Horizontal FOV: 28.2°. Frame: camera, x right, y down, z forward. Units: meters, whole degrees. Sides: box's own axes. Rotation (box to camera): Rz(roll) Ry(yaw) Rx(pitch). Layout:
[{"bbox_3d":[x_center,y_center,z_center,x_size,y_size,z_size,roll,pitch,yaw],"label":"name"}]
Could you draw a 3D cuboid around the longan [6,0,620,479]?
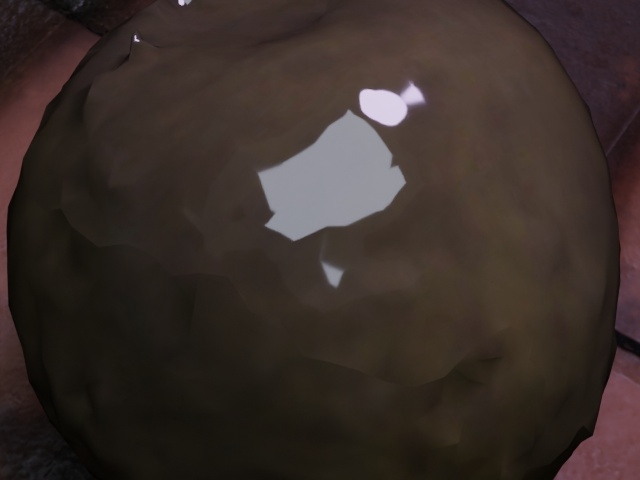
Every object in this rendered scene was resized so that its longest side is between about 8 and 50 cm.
[{"bbox_3d":[-0.008,0.002,0.861,0.404,0.404,0.436,-1,58,-3],"label":"longan"}]
